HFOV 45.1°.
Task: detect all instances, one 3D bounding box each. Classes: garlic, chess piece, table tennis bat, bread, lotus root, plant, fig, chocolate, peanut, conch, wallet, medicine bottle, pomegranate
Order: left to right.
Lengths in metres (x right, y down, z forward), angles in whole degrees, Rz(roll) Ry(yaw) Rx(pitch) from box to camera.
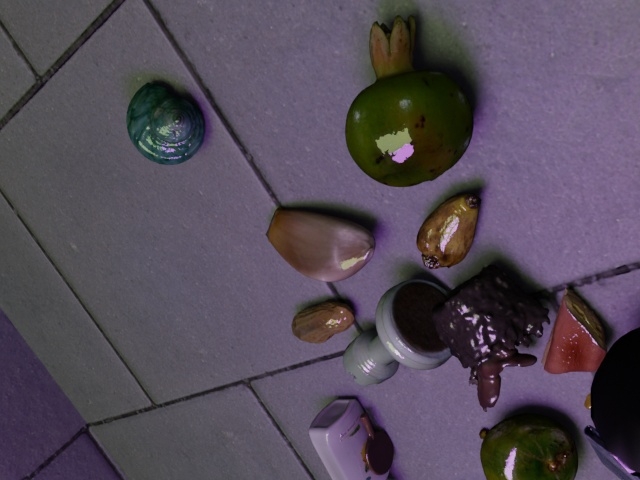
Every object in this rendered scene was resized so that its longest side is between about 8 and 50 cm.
[{"bbox_3d":[-0.360,-0.268,1.775,0.202,0.134,0.196,-10,113,41],"label":"conch"},{"bbox_3d":[0.000,0.009,1.718,0.318,0.112,0.143,16,104,35],"label":"garlic"},{"bbox_3d":[0.005,0.199,1.859,0.194,0.083,0.093,-19,93,43],"label":"peanut"},{"bbox_3d":[0.091,0.565,1.988,0.111,0.161,0.296,-9,112,44],"label":"medicine bottle"},{"bbox_3d":[0.177,0.509,1.928,0.119,0.107,0.169,-12,107,41],"label":"table tennis bat"},{"bbox_3d":[0.163,0.226,1.709,0.194,0.194,0.299,45,143,2],"label":"chess piece"},{"bbox_3d":[0.147,-0.246,1.378,0.236,0.236,0.301,-8,102,39],"label":"pomegranate"},{"bbox_3d":[0.263,-0.029,1.520,0.108,0.094,0.190,22,125,-6],"label":"lotus root"},{"bbox_3d":[0.342,0.176,1.527,0.234,0.204,0.178,52,145,10],"label":"plant"},{"bbox_3d":[0.439,0.468,1.702,0.203,0.203,0.235,55,173,-7],"label":"fig"},{"bbox_3d":[0.504,0.197,1.507,0.119,0.067,0.192,29,131,28],"label":"bread"},{"bbox_3d":[0.622,0.469,1.515,0.222,0.036,0.167,41,173,47],"label":"wallet"},{"bbox_3d":[0.633,0.283,1.356,0.284,0.186,0.283,-8,73,28],"label":"chocolate"}]

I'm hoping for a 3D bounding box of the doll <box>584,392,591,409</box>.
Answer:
[{"bbox_3d":[0.634,0.384,1.520,0.241,0.099,0.135,48,129,2],"label":"doll"}]
